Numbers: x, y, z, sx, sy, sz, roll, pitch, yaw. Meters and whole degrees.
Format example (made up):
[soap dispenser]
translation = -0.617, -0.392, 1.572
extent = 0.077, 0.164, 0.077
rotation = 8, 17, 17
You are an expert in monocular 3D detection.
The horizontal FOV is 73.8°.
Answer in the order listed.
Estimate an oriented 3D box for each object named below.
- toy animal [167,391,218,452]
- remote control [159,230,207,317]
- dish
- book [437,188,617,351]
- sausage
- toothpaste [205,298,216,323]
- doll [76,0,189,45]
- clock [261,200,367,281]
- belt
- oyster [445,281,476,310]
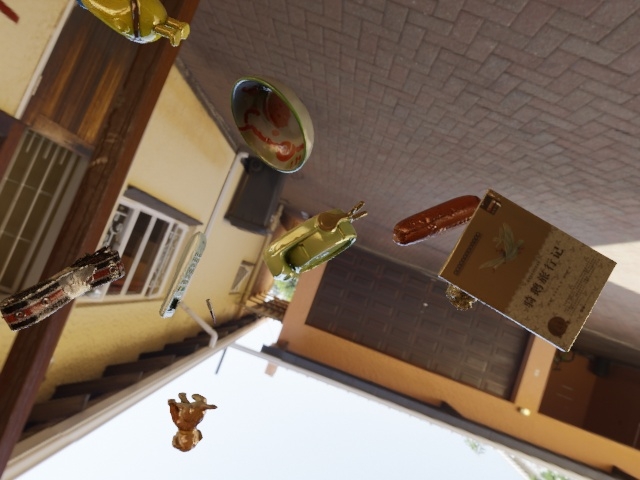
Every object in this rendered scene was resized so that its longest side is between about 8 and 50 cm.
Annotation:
[toy animal]
translation = -0.410, 0.606, 1.386
extent = 0.183, 0.185, 0.104
rotation = 2, 179, 27
[remote control]
translation = -0.450, 0.108, 1.396
extent = 0.051, 0.293, 0.103
rotation = 21, 171, 0
[dish]
translation = -0.130, -0.386, 1.358
extent = 0.324, 0.124, 0.324
rotation = 32, 148, 23
[book]
translation = 0.432, 0.061, 0.892
extent = 0.310, 0.217, 0.021
rotation = 31, 179, 1
[sausage]
translation = 0.389, -0.069, 1.389
extent = 0.330, 0.102, 0.102
rotation = -21, 180, -7
[toothpaste]
translation = -0.341, 0.223, 1.340
extent = 0.015, 0.083, 0.024
rotation = -13, -159, 0
[doll]
translation = -0.596, -0.702, 1.305
extent = 0.363, 0.199, 0.145
rotation = 21, 137, -3
[clock]
translation = 0.000, 0.000, 1.171
extent = 0.096, 0.308, 0.235
rotation = 59, -176, 12
[belt]
translation = -0.748, 0.131, 1.260
extent = 0.126, 0.094, 0.359
rotation = 4, -152, 27
[oyster]
translation = 0.474, 0.141, 1.359
extent = 0.108, 0.166, 0.053
rotation = 48, -167, 23
